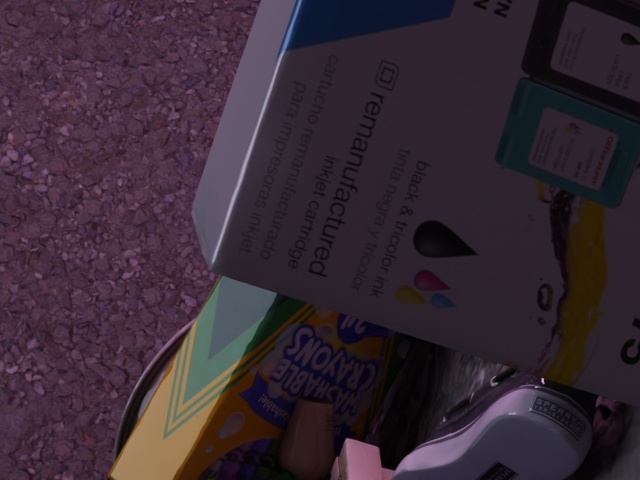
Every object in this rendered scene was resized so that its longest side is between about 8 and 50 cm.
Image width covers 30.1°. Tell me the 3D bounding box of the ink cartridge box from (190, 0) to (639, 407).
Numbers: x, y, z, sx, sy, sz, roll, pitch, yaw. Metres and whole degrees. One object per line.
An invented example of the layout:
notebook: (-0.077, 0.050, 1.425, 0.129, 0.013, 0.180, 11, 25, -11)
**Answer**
ink cartridge box: (0.097, -0.051, 0.585, 0.197, 0.270, 0.198, -133, 61, -78)

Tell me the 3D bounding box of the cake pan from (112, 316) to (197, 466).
cake pan: (-0.067, 0.197, 1.192, 0.054, 0.293, 0.293, 27, 101, 46)

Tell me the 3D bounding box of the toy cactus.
toy cactus: (-0.016, 0.229, 1.030, 0.112, 0.219, 0.181, 12, 93, 49)

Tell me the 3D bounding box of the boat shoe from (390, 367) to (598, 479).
boat shoe: (0.115, 0.127, 0.775, 0.076, 0.080, 0.228, -57, -3, -31)

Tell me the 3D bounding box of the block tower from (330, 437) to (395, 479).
block tower: (0.008, 0.332, 0.949, 0.091, 0.097, 0.335, -98, 25, -70)

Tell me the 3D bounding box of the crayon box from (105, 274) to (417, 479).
crayon box: (-0.052, 0.160, 1.088, 0.083, 0.203, 0.323, 28, 87, 42)
